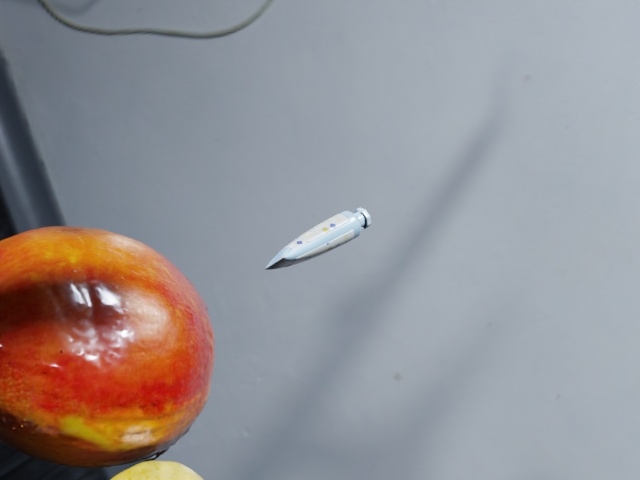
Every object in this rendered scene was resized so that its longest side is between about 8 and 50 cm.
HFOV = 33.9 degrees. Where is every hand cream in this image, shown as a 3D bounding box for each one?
[{"bbox_3d":[0.000,0.000,1.498,0.043,0.170,0.065,60,149,3],"label":"hand cream"}]

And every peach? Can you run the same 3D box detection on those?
[{"bbox_3d":[-0.327,0.139,1.399,0.373,0.372,0.290,57,147,2],"label":"peach"}]

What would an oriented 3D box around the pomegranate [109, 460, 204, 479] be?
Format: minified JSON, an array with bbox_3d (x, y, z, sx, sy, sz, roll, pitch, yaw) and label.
[{"bbox_3d":[-0.181,0.325,1.111,0.196,0.196,0.196,9,109,26],"label":"pomegranate"}]
